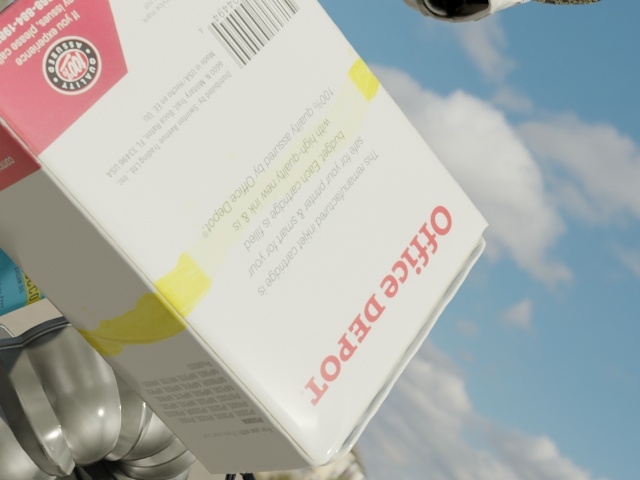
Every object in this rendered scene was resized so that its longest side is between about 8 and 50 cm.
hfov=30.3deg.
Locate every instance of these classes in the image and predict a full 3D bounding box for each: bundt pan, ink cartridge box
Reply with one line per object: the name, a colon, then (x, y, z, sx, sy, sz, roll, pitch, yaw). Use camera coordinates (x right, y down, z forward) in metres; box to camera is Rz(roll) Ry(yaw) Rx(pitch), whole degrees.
bundt pan: (-0.260, 0.221, 1.219, 0.124, 0.331, 0.331, 58, -2, 31)
ink cartridge box: (-0.086, -0.046, 0.910, 0.384, 0.279, 0.160, 51, -36, -16)

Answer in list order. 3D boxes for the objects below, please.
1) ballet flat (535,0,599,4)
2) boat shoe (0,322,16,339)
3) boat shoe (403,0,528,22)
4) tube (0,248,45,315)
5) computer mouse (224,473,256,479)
ballet flat: (0.227, -0.468, 1.675, 0.182, 0.164, 0.483, 26, 11, -44)
boat shoe: (-0.501, 0.205, 1.949, 0.227, 0.069, 0.081, 81, 7, -50)
boat shoe: (0.161, -0.316, 1.487, 0.267, 0.088, 0.096, 24, -43, 56)
tube: (-0.301, 0.043, 1.033, 0.052, 0.207, 0.080, 22, -54, 37)
computer mouse: (-0.058, 0.326, 1.355, 0.071, 0.041, 0.242, 29, 14, -33)
